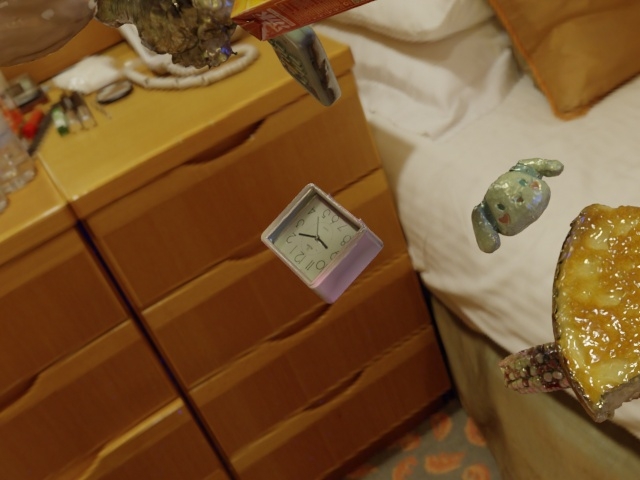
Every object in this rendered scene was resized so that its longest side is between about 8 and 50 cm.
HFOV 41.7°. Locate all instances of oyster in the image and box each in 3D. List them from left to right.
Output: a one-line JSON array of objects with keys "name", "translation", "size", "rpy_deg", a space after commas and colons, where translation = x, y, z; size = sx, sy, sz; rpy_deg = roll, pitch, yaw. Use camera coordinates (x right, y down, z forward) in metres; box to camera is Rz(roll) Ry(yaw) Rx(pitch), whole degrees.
[{"name": "oyster", "translation": [-0.258, -0.409, 1.427], "size": [0.337, 0.133, 0.197], "rpy_deg": [23, 89, 41]}]

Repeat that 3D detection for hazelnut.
[{"name": "hazelnut", "translation": [-0.405, -0.346, 1.073], "size": [0.261, 0.241, 0.261], "rpy_deg": [-44, 22, 23]}]

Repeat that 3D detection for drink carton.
[{"name": "drink carton", "translation": [-0.017, -0.344, 1.112], "size": [0.223, 0.071, 0.096], "rpy_deg": [-5, 65, 44]}]

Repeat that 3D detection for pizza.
[{"name": "pizza", "translation": [0.380, 0.067, 0.966], "size": [0.223, 0.089, 0.323], "rpy_deg": [-14, 39, 27]}]

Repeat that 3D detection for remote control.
[{"name": "remote control", "translation": [-0.039, -0.327, 1.450], "size": [0.140, 0.296, 0.056], "rpy_deg": [43, 89, 15]}]

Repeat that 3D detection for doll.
[{"name": "doll", "translation": [0.352, -0.070, 1.524], "size": [0.103, 0.071, 0.214], "rpy_deg": [43, 92, 15]}]

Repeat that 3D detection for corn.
[{"name": "corn", "translation": [0.421, 0.184, 1.303], "size": [0.281, 0.092, 0.092], "rpy_deg": [-20, 32, 23]}]

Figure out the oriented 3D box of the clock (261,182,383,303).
[{"name": "clock", "translation": [0.000, 0.000, 1.508], "size": [0.150, 0.063, 0.197], "rpy_deg": [-47, 46, 0]}]
